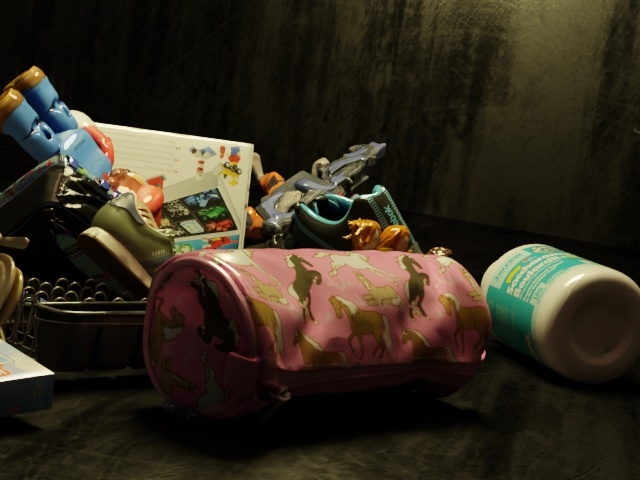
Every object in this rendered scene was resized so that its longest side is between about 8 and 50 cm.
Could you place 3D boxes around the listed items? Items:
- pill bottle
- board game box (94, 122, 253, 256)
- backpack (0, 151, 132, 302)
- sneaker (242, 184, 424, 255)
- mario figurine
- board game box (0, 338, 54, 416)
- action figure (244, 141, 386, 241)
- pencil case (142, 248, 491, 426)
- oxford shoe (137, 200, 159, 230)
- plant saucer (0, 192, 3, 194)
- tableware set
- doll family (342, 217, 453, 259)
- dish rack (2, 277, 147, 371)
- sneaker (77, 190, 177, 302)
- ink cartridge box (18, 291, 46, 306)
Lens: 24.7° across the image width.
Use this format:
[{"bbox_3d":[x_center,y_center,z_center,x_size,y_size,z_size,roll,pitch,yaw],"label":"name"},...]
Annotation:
[{"bbox_3d":[0.299,0.086,1.882,0.146,0.146,0.264,6,7,-19],"label":"pill bottle"},{"bbox_3d":[-0.265,-0.074,2.273,0.305,0.193,0.053,7,-3,-16],"label":"board game box"},{"bbox_3d":[-0.278,0.005,1.671,0.173,0.158,0.117,35,38,-30],"label":"backpack"},{"bbox_3d":[0.000,0.000,1.971,0.341,0.140,0.125,-7,21,46],"label":"sneaker"},{"bbox_3d":[-0.368,-0.083,2.129,0.320,0.198,0.170,50,-15,-16],"label":"mario figurine"},{"bbox_3d":[-0.351,0.101,1.241,0.160,0.039,0.211,-5,22,-45],"label":"board game box"},{"bbox_3d":[-0.026,-0.054,2.563,0.330,0.178,0.341,20,37,39],"label":"action figure"},{"bbox_3d":[0.008,0.088,1.441,0.160,0.167,0.386,-14,-9,40],"label":"pencil case"},{"bbox_3d":[-0.247,0.015,1.831,0.123,0.130,0.348,4,8,-33],"label":"oxford shoe"},{"bbox_3d":[-0.521,-0.066,2.622,0.119,0.021,0.119,8,6,-1],"label":"plant saucer"},{"bbox_3d":[-0.343,0.055,1.424,0.039,0.128,0.194,36,-19,-36],"label":"tableware set"},{"bbox_3d":[0.064,0.056,1.744,0.118,0.163,0.263,12,8,28],"label":"doll family"},{"bbox_3d":[-0.270,0.079,1.516,0.271,0.074,0.208,14,7,43],"label":"dish rack"},{"bbox_3d":[-0.178,0.026,1.606,0.064,0.086,0.192,-2,-42,45],"label":"sneaker"},{"bbox_3d":[-0.477,0.025,1.769,0.311,0.065,0.186,10,7,-7],"label":"ink cartridge box"}]
